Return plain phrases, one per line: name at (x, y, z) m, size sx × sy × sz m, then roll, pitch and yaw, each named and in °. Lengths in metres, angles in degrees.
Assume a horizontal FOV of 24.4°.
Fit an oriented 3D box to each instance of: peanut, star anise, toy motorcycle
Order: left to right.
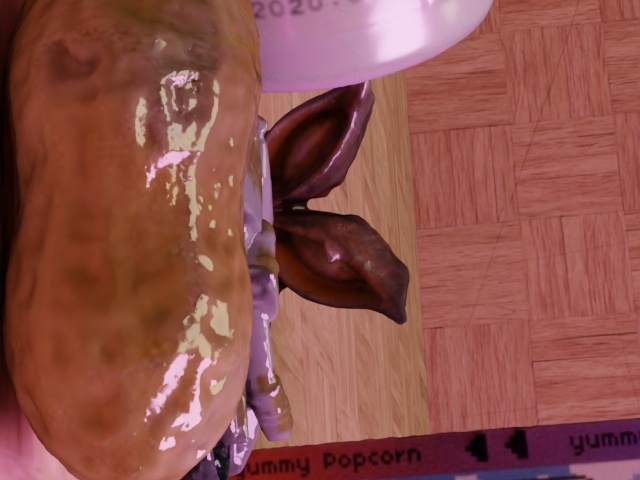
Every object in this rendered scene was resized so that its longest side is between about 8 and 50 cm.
peanut at (-0.066, -0.018, 0.504) m, size 0.099 × 0.099 × 0.214 m, roll 60°, pitch 31°, yaw -73°
toy motorcycle at (-0.054, -0.006, 0.641) m, size 0.152 × 0.073 × 0.225 m, roll 25°, pitch 60°, yaw -85°
star anise at (0.000, 0.000, 0.827) m, size 0.148 × 0.218 × 0.227 m, roll 43°, pitch 18°, yaw 8°

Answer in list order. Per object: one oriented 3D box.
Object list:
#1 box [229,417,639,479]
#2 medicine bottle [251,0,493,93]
box at (0.106, 0.271, 0.724) m, size 0.257 × 0.318 × 0.349 m, roll 59°, pitch 27°, yaw -75°
medicine bottle at (-0.018, -0.228, 0.677) m, size 0.170 × 0.170 × 0.293 m, roll -83°, pitch 164°, yaw -60°
